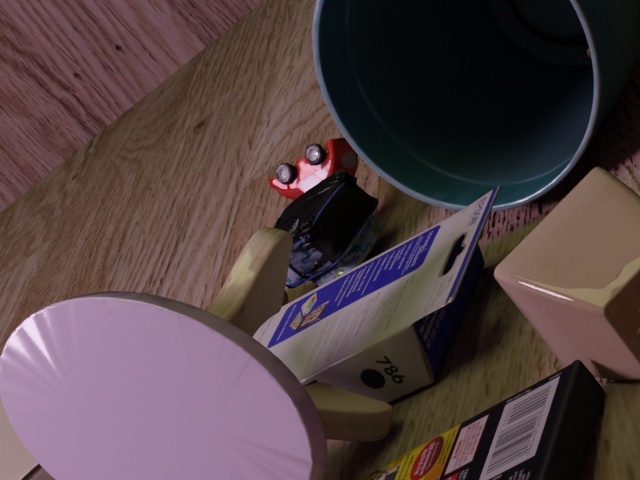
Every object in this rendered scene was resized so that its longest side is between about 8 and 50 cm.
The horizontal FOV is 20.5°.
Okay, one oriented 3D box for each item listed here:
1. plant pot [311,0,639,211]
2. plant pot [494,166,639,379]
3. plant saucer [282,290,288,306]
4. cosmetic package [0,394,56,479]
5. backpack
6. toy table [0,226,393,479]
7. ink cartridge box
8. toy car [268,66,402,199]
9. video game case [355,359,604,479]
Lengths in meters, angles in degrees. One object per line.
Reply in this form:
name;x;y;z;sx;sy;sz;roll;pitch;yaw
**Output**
plant pot;0.171;-0.200;1.601;0.272;0.271;0.255;-28;8;39
plant pot;0.205;0.033;1.198;0.109;0.109;0.096;-45;30;-9
plant saucer;-0.102;0.122;1.767;0.200;0.037;0.200;-40;16;14
cosmetic package;-0.230;0.220;1.623;0.129;0.153;0.296;-44;18;-2
backpack;0.000;0.000;1.761;0.114;0.084;0.105;-27;23;49
toy table;-0.092;0.120;1.388;0.161;0.274;0.252;-17;-48;-62
ink cartridge box;0.031;0.085;1.520;0.333;0.065;0.165;-30;20;39
toy car;0.060;-0.109;1.762;0.239;0.053;0.225;-24;-14;-3
video game case;0.058;0.210;1.152;0.248;0.035;0.275;-32;14;30
